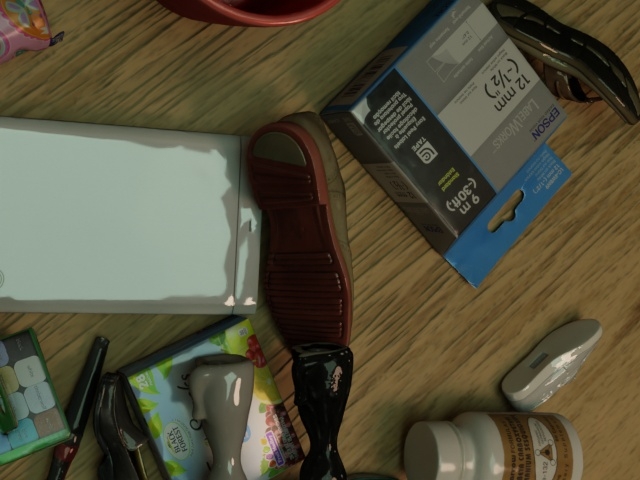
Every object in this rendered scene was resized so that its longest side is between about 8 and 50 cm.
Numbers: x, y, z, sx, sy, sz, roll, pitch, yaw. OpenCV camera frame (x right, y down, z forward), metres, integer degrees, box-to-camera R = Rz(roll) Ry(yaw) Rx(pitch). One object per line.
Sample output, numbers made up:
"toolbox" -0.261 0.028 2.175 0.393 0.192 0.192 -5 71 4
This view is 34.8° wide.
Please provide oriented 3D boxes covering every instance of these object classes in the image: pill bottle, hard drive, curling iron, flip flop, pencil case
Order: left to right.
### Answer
"pencil case" -0.441 -0.215 1.142 0.284 0.124 0.124 -30 103 -20
"curling iron" -0.303 0.254 1.268 0.068 0.035 0.273 16 81 -44
"hard drive" -0.246 -0.026 1.269 0.353 0.047 0.233 2 92 -23
"pill bottle" 0.242 0.307 1.444 0.229 0.131 0.131 5 91 -23
"flip flop" 0.351 -0.255 1.491 0.277 0.080 0.112 29 43 -9

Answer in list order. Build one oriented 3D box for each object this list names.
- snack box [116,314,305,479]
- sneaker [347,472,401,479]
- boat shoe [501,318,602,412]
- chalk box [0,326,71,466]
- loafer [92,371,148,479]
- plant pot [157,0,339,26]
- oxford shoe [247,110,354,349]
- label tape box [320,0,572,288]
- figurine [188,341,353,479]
"snack box" -0.139 0.225 1.313 0.175 0.070 0.207 -24 100 -21
"sneaker" 0.012 0.383 1.357 0.302 0.121 0.108 -3 94 -23
"boat shoe" 0.353 0.190 1.525 0.184 0.066 0.063 -40 121 -19
"chalk box" -0.361 0.183 1.128 0.132 0.213 0.132 -19 85 -20
"loafer" -0.241 0.242 1.262 0.061 0.062 0.170 0 108 9
"plant pot" -0.105 -0.374 1.204 0.275 0.243 0.274 -1 93 -22
"oxford shoe" 0.000 0.000 1.336 0.130 0.123 0.348 -43 133 -56
"label tape box" 0.207 -0.134 1.419 0.249 0.115 0.347 -47 107 -14
"figurine" -0.059 0.243 1.261 0.215 0.092 0.209 -4 93 -24
